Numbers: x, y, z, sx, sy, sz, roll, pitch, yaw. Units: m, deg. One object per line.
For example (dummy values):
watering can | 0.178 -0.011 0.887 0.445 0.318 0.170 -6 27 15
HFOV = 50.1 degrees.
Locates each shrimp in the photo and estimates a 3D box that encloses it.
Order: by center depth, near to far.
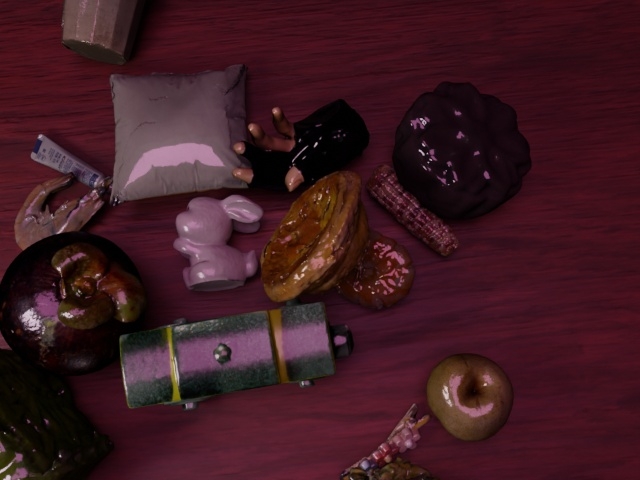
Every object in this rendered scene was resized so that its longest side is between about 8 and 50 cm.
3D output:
shrimp | 0.055 0.030 1.405 0.294 0.062 0.154 33 94 21
shrimp | -0.544 -0.075 1.449 0.145 0.059 0.254 44 94 17

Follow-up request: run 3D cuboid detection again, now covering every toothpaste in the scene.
toothpaste | -0.534 -0.159 1.486 0.216 0.037 0.062 28 96 9

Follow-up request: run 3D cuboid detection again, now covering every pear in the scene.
pear | 0.283 0.296 1.309 0.167 0.136 0.167 0 73 1

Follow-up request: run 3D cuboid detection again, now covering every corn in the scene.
corn | 0.191 -0.060 1.427 0.079 0.079 0.237 -44 84 -8

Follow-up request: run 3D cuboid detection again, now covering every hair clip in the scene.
hair clip | 0.132 0.406 1.329 0.214 0.062 0.056 -41 48 -13

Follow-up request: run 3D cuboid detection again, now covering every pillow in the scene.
pillow | -0.292 -0.230 1.447 0.310 0.119 0.312 -5 69 -9

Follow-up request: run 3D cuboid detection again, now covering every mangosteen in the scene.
mangosteen | -0.460 0.114 1.292 0.288 0.288 0.288 0 77 1

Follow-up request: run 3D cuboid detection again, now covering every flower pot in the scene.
flower pot | -0.481 -0.506 1.493 0.212 0.212 0.202 12 87 4

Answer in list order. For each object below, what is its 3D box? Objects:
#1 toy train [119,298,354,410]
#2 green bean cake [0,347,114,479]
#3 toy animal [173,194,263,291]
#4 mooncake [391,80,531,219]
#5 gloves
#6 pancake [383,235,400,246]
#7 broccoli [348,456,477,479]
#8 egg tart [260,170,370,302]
toy train | -0.157 0.211 1.270 0.442 0.272 0.179 -10 80 -1
green bean cake | -0.566 0.334 1.220 0.218 0.335 0.319 -43 84 -7
toy animal | -0.205 0.007 1.392 0.178 0.127 0.193 2 76 0
mooncake | 0.291 -0.187 1.388 0.283 0.141 0.283 5 70 -15
gloves | -0.039 -0.183 1.401 0.301 0.152 0.197 -11 41 -25
pancake | 0.122 0.043 1.433 0.115 0.011 0.115 0 77 1
broccoli | 0.161 0.546 1.190 0.324 0.334 0.272 31 44 -11
egg tart | 0.000 0.000 1.302 0.115 0.290 0.290 36 79 -23
